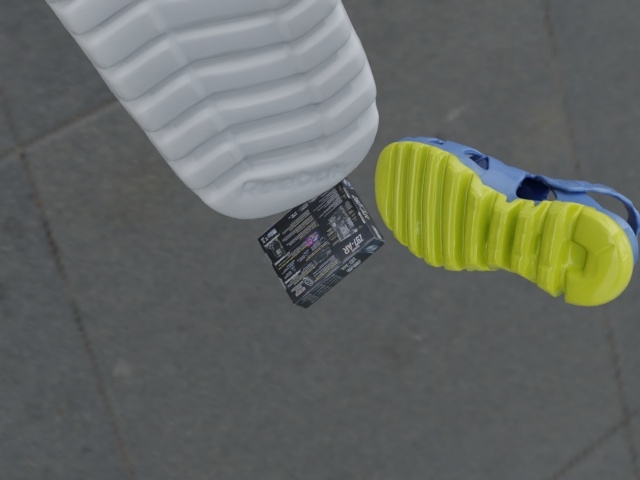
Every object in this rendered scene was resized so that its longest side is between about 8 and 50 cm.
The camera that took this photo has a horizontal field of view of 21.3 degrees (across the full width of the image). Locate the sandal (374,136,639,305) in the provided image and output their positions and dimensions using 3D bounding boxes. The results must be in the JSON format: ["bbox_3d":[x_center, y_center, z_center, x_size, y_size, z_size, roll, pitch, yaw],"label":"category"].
[{"bbox_3d":[0.198,-0.026,1.741,0.138,0.317,0.126,-22,129,-50],"label":"sandal"}]

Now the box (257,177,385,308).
[{"bbox_3d":[0.000,0.000,1.276,0.083,0.067,0.018,-41,149,17],"label":"box"}]

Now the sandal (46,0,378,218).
[{"bbox_3d":[-0.079,-0.168,0.866,0.169,0.102,0.416,-24,139,-9],"label":"sandal"}]
